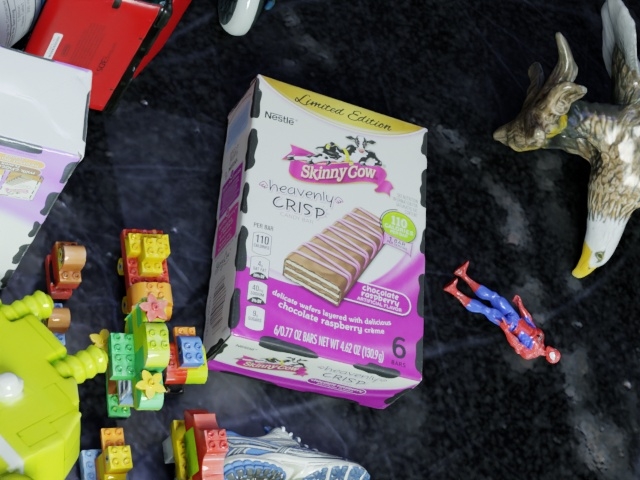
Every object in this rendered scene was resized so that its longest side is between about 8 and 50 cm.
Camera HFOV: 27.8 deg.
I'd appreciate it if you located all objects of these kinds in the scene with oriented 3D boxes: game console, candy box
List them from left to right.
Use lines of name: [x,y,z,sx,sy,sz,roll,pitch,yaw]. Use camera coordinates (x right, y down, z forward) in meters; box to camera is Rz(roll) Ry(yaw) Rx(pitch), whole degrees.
candy box: [-0.256,-0.053,0.833,0.165,0.196,0.070,14,58,-22]
game console: [-0.156,-0.170,0.983,0.124,0.144,0.085,12,59,-23]
candy box: [0.000,0.000,1.023,0.159,0.071,0.233,15,58,-20]

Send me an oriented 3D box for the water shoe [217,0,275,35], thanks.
water shoe: [-0.030,-0.254,1.142,0.080,0.073,0.203,25,56,-18]

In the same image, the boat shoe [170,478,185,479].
boat shoe: [-0.089,0.289,0.813,0.088,0.096,0.267,-16,85,-3]

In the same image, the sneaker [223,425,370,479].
sneaker: [-0.022,0.160,0.937,0.135,0.052,0.058,16,30,-38]

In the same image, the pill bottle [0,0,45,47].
pill bottle: [-0.265,-0.205,0.942,0.146,0.146,0.264,41,52,-3]

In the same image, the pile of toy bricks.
pile of toy bricks: [-0.126,0.075,0.893,0.118,0.105,0.212,2,64,-28]

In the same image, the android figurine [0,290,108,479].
android figurine: [-0.261,0.112,0.788,0.273,0.056,0.248,-26,52,-34]

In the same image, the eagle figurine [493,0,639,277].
eagle figurine: [0.304,-0.050,1.151,0.298,0.225,0.226,23,45,-3]

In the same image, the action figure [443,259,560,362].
action figure: [0.159,0.066,1.102,0.115,0.030,0.038,41,48,-6]
